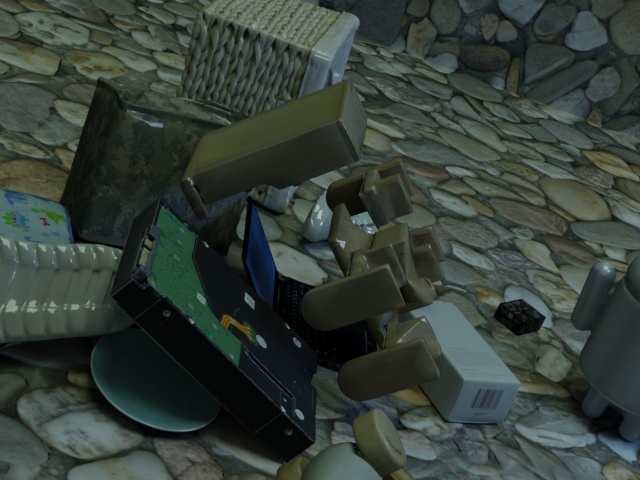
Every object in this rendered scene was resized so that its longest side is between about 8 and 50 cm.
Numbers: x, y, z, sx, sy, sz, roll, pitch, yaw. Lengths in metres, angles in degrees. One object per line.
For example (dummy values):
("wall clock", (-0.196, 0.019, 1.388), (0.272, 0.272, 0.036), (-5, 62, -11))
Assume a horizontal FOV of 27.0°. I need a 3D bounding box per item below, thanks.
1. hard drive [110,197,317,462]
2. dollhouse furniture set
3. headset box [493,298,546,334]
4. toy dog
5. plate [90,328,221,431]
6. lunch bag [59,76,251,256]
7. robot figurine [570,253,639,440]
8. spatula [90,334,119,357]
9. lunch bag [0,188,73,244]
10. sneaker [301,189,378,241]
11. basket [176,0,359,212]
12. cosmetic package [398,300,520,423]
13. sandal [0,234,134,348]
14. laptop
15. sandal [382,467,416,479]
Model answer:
("hard drive", (-0.136, 0.119, 1.808), (0.339, 0.064, 0.237), (47, 17, -20))
("dollhouse furniture set", (0.000, 0.000, 2.000), (0.362, 0.256, 0.394), (-78, 145, -61))
("headset box", (0.366, 0.139, 2.433), (0.062, 0.032, 0.083), (40, 28, 30))
("toy dog", (0.030, 0.340, 1.567), (0.161, 0.220, 0.333), (55, 33, -6))
("plate", (-0.221, 0.191, 1.778), (0.188, 0.024, 0.188), (22, 31, -14))
("lunch bag", (-0.239, -0.109, 2.126), (0.287, 0.235, 0.169), (11, 16, -31))
("robot figurine", (0.557, 0.153, 2.181), (0.300, 0.354, 0.200), (30, 25, 11))
("spatula", (-0.202, 0.142, 1.904), (0.296, 0.030, 0.084), (2, 34, -37))
("lunch bag", (-0.444, 0.006, 1.902), (0.176, 0.090, 0.219), (12, 25, -18))
("sneaker", (0.051, -0.035, 2.440), (0.115, 0.090, 0.232), (35, 27, 15))
("basket", (-0.114, -0.284, 2.518), (0.266, 0.328, 0.331), (20, 24, 1))
("cosmetic package", (0.205, 0.189, 2.123), (0.117, 0.086, 0.231), (8, 26, -30))
("sandal", (-0.436, 0.069, 1.743), (0.416, 0.102, 0.169), (10, 71, -24))
("laptop", (-0.014, 0.071, 2.096), (0.264, 0.137, 0.234), (18, 25, -8))
("sandal", (0.126, 0.381, 1.695), (0.079, 0.088, 0.240), (-24, 36, -18))
